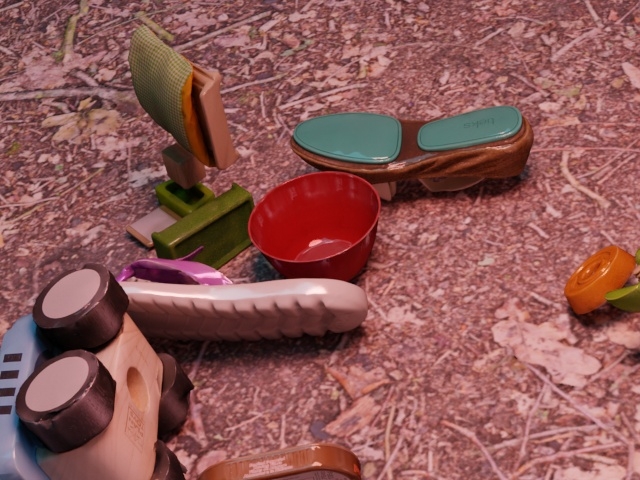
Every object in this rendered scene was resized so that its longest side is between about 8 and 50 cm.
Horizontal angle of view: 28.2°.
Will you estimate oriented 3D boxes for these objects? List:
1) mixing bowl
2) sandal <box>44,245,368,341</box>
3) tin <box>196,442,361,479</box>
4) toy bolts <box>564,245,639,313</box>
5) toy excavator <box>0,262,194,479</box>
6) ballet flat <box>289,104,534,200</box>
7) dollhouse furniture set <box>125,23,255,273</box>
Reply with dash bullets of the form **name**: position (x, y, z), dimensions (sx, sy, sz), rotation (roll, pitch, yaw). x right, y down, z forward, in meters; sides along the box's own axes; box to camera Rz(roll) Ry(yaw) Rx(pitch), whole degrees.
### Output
- **mixing bowl**: position (0.000, 0.000, 1.729), dimensions (0.182, 0.098, 0.181), rotation (-8, 41, 7)
- **sandal**: position (-0.145, 0.064, 1.650), dimensions (0.416, 0.169, 0.102), rotation (2, 67, 4)
- **tin**: position (-0.047, 0.278, 1.425), dimensions (0.190, 0.106, 0.040), rotation (-12, 41, 5)
- **toy bolts**: position (0.439, 0.050, 1.550), dimensions (0.228, 0.158, 0.218), rotation (-48, 9, -19)
- **toy excavator**: position (-0.395, 0.290, 1.477), dimensions (0.445, 0.222, 0.433), rotation (-21, 38, 15)
- **ballet flat**: position (0.131, -0.117, 1.800), dimensions (0.343, 0.124, 0.116), rotation (-4, 46, 14)
- **dollhouse furniture set**: position (-0.221, -0.113, 1.768), dimensions (0.151, 0.301, 0.198), rotation (-35, 47, -25)
